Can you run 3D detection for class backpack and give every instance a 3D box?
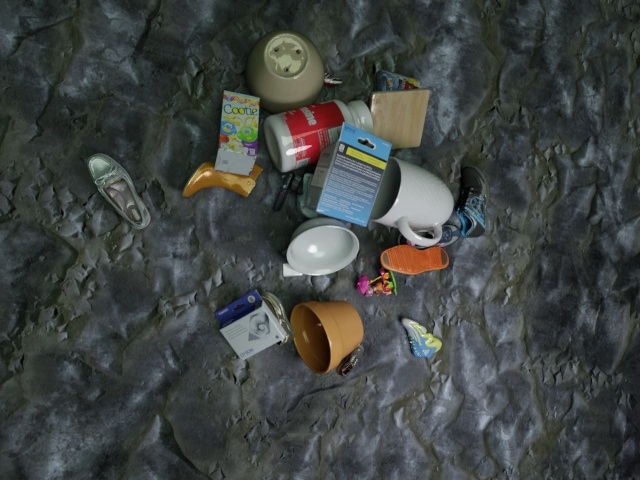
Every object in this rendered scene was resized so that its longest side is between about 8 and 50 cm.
[{"bbox_3d":[-0.014,-0.176,1.939,0.165,0.144,0.189,9,96,-21],"label":"backpack"}]

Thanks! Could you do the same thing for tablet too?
[{"bbox_3d":[-0.117,0.123,1.978,0.083,0.006,0.054,-2,91,-17],"label":"tablet"}]

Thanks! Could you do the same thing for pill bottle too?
[{"bbox_3d":[-0.005,-0.436,1.892,0.407,0.229,0.229,-19,96,-16],"label":"pill bottle"}]

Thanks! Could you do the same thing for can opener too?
[{"bbox_3d":[-0.146,-0.198,1.910,0.073,0.059,0.186,38,108,20],"label":"can opener"}]

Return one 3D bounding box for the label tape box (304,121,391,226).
[{"bbox_3d":[0.110,-0.255,1.835,0.249,0.115,0.348,15,93,-32],"label":"label tape box"}]

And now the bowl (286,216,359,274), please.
[{"bbox_3d":[0.000,0.000,1.914,0.297,0.298,0.134,2,47,-17],"label":"bowl"}]

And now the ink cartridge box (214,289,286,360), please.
[{"bbox_3d":[-0.285,0.339,1.857,0.223,0.045,0.224,-31,99,17],"label":"ink cartridge box"}]

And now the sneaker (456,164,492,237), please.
[{"bbox_3d":[0.699,-0.177,2.156,0.139,0.125,0.341,-13,94,-19],"label":"sneaker"}]

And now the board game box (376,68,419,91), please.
[{"bbox_3d":[0.329,-0.635,2.079,0.194,0.060,0.194,11,88,-17],"label":"board game box"}]

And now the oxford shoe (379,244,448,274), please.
[{"bbox_3d":[0.386,0.101,2.027,0.363,0.132,0.130,4,68,-31],"label":"oxford shoe"}]

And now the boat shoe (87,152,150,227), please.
[{"bbox_3d":[-0.748,-0.183,1.737,0.118,0.103,0.321,-32,99,-14],"label":"boat shoe"}]

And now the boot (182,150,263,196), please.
[{"bbox_3d":[-0.379,-0.232,1.842,0.211,0.104,0.295,39,74,-7],"label":"boot"}]

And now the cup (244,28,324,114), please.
[{"bbox_3d":[-0.136,-0.677,1.818,0.330,0.237,0.331,0,94,-5],"label":"cup"}]

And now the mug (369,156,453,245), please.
[{"bbox_3d":[0.393,-0.138,1.961,0.327,0.276,0.374,14,50,-26],"label":"mug"}]

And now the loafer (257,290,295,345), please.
[{"bbox_3d":[-0.191,0.319,1.899,0.251,0.094,0.087,60,39,-9],"label":"loafer"}]

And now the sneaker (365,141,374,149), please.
[{"bbox_3d":[0.175,-0.296,2.004,0.105,0.123,0.290,26,114,-17],"label":"sneaker"}]

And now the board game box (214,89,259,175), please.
[{"bbox_3d":[-0.319,-0.410,1.793,0.142,0.144,0.276,7,64,-17],"label":"board game box"}]

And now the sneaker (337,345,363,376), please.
[{"bbox_3d":[0.140,0.528,2.026,0.061,0.065,0.158,39,80,-13],"label":"sneaker"}]

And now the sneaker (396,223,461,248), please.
[{"bbox_3d":[0.513,-0.010,2.100,0.318,0.131,0.112,-11,93,-16],"label":"sneaker"}]

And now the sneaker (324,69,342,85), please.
[{"bbox_3d":[0.013,-0.703,1.981,0.170,0.063,0.075,6,95,-12],"label":"sneaker"}]

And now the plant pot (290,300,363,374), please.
[{"bbox_3d":[0.037,0.367,1.899,0.203,0.290,0.291,-16,95,-32],"label":"plant pot"}]

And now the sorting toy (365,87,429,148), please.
[{"bbox_3d":[0.313,-0.527,2.005,0.255,0.089,0.257,-8,129,-14],"label":"sorting toy"}]

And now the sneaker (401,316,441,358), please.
[{"bbox_3d":[0.436,0.450,2.101,0.240,0.091,0.126,37,81,-14],"label":"sneaker"}]

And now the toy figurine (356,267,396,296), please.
[{"bbox_3d":[0.238,0.194,2.048,0.159,0.130,0.173,-20,121,-2],"label":"toy figurine"}]
